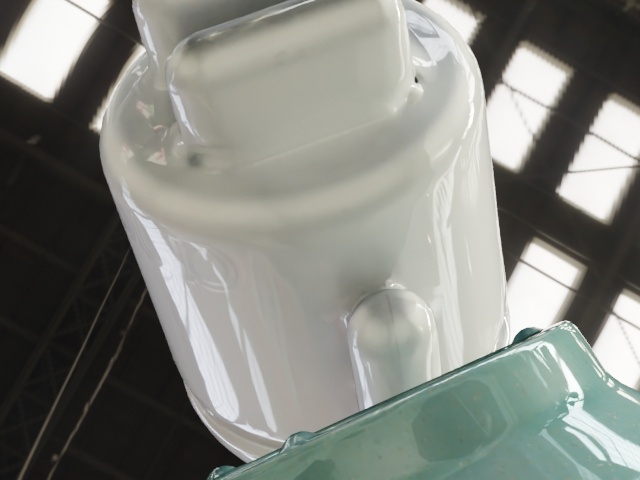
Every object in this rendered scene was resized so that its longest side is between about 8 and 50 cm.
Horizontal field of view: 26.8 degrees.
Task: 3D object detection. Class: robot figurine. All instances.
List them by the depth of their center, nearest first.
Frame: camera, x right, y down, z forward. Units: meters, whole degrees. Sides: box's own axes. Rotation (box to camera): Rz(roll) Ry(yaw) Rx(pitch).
[{"bbox_3d":[0.000,0.000,0.752,0.199,0.300,0.353,-18,-48,-4],"label":"robot figurine"}]

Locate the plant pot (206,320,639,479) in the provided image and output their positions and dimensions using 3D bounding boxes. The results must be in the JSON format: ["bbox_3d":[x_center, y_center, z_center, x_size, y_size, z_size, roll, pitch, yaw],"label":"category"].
[{"bbox_3d":[0.050,0.148,0.468,0.293,0.293,0.196,-23,-97,-2],"label":"plant pot"}]
